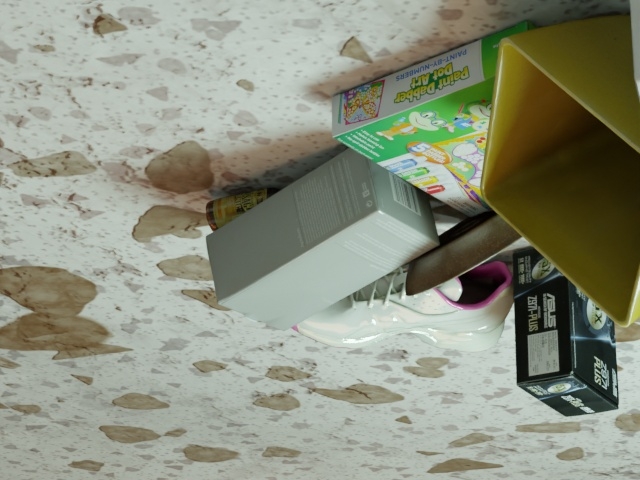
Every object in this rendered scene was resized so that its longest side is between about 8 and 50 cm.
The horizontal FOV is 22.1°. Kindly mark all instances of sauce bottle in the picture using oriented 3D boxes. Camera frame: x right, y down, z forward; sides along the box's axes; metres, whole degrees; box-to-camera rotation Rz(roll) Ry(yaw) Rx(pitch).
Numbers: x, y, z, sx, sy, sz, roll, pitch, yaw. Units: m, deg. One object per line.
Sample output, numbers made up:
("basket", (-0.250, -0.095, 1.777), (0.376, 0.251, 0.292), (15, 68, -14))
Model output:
("sauce bottle", (-0.068, -0.040, 1.898), (0.128, 0.042, 0.042), (-14, 153, 12))

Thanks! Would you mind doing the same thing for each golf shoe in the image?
("golf shoe", (0.101, 0.064, 2.063), (0.306, 0.115, 0.140), (2, 146, -16))

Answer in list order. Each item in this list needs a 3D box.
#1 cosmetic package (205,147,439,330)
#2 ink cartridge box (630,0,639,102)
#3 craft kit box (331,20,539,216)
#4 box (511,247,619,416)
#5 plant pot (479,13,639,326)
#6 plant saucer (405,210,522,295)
("cosmetic package", (0.000, 0.000, 1.848), (0.238, 0.107, 0.127), (-27, 147, 27))
("ink cartridge box", (0.395, -0.199, 1.323), (0.278, 0.201, 0.117), (-6, 151, 15))
("craft kit box", (0.183, -0.118, 1.699), (0.247, 0.061, 0.250), (-22, 147, 36))
("box", (0.307, 0.113, 2.049), (0.078, 0.180, 0.147), (-13, 152, 29))
("plant pot", (0.295, -0.089, 1.516), (0.187, 0.212, 0.212), (-28, 145, -24))
("plant saucer", (0.174, -0.002, 1.871), (0.199, 0.036, 0.198), (-32, -176, 3))
